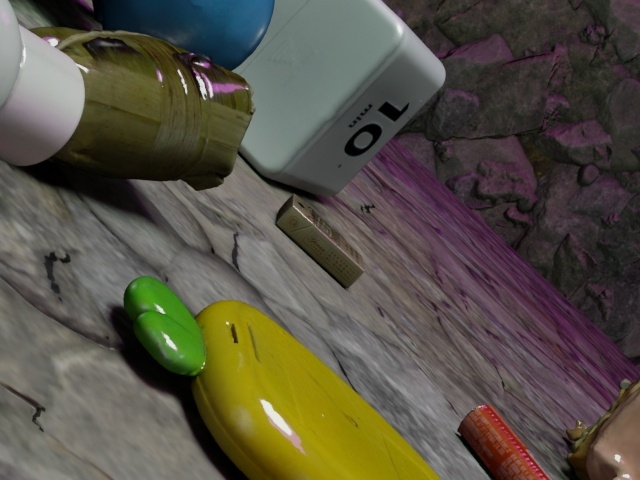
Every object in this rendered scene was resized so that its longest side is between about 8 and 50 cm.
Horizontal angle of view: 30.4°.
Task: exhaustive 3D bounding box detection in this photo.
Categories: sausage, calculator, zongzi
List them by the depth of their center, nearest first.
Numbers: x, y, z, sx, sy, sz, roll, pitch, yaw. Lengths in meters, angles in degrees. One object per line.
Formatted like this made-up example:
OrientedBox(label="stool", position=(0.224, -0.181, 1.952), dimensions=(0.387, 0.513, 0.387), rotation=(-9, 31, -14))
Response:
OrientedBox(label="calculator", position=(0.001, 0.095, 0.555), dimensions=(0.235, 0.032, 0.146), rotation=(42, 9, -23))
OrientedBox(label="zongzi", position=(-0.157, -0.092, 0.661), dimensions=(0.178, 0.081, 0.189), rotation=(25, 12, 34))
OrientedBox(label="sausage", position=(0.147, 0.173, 0.838), dimensions=(0.034, 0.034, 0.129), rotation=(33, 15, -51))

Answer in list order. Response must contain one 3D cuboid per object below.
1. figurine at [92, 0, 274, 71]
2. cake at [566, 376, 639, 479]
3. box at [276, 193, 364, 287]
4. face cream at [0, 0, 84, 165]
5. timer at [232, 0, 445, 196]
OrientedBox(label="figurine", position=(-0.210, -0.301, 0.955), dimensions=(0.298, 0.243, 0.416), rotation=(0, 65, -90))
OrientedBox(label="cake", position=(0.433, 0.201, 1.097), dimensions=(0.314, 0.307, 0.293), rotation=(46, 11, 11))
OrientedBox(label="box", position=(0.000, 0.000, 0.994), dimensions=(0.083, 0.024, 0.053), rotation=(44, 9, -10))
OrientedBox(label="face cream", position=(-0.188, -0.093, 0.425), dimensions=(0.082, 0.082, 0.269), rotation=(50, 10, 30))
OrientedBox(label="timer", position=(-0.016, -0.178, 1.177), dimensions=(0.194, 0.192, 0.195), rotation=(47, 10, 16))
